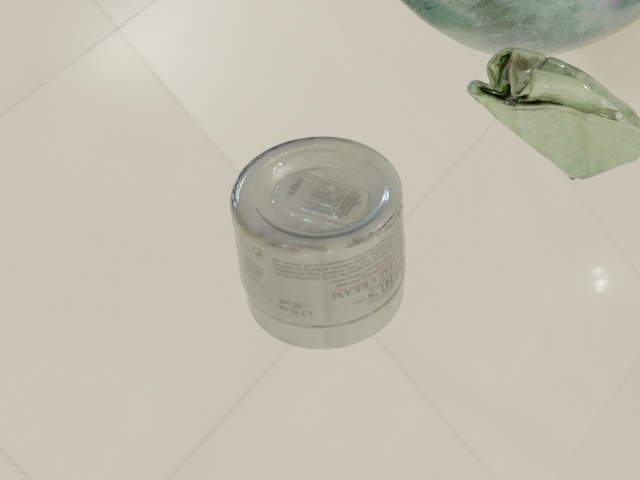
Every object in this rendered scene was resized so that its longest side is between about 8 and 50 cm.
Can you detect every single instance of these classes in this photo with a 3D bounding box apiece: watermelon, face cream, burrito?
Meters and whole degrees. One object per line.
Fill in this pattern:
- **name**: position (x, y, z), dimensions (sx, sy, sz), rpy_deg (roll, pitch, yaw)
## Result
- **watermelon**: position (0.230, -0.246, 0.725), dimensions (0.188, 0.175, 0.322), rpy_deg (37, 105, -19)
- **face cream**: position (0.000, 0.000, 1.012), dimensions (0.177, 0.177, 0.153), rpy_deg (-40, 145, -29)
- **burrito**: position (0.153, -0.084, 0.625), dimensions (0.118, 0.074, 0.044), rpy_deg (34, 56, -24)
